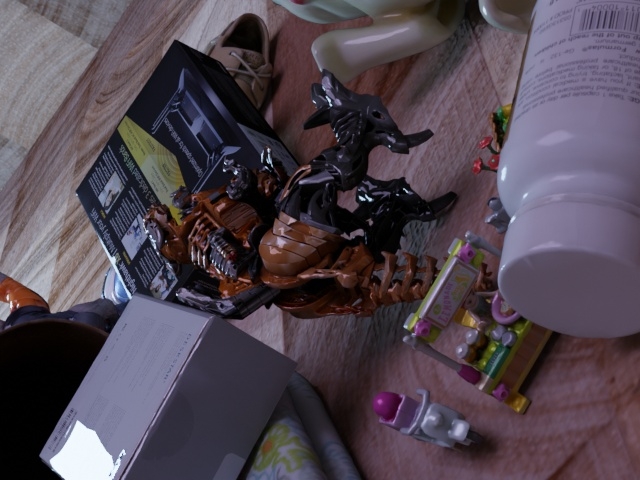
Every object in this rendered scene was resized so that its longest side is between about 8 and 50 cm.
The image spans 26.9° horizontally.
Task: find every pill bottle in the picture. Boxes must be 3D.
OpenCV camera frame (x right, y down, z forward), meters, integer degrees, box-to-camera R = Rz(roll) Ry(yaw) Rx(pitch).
[{"bbox_3d":[0.185,-0.059,0.867,0.131,0.131,0.229,-32,34,51],"label":"pill bottle"}]

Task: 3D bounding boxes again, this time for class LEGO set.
[{"bbox_3d":[0.114,0.003,0.950,0.132,0.107,0.287,-9,57,54],"label":"LEGO set"}]

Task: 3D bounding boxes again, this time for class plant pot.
[{"bbox_3d":[-0.306,0.231,1.466,0.230,0.215,0.215,124,165,-55],"label":"plant pot"}]

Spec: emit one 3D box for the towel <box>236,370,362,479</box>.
[{"bbox_3d":[-0.090,0.285,1.096,0.320,0.090,0.374,-57,21,9],"label":"towel"}]

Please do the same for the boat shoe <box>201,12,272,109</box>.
[{"bbox_3d":[-0.119,-0.219,1.809,0.098,0.109,0.302,-50,17,27],"label":"boat shoe"}]

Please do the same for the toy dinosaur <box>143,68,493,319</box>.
[{"bbox_3d":[0.000,0.000,1.140,0.218,0.322,0.164,-51,-21,-29],"label":"toy dinosaur"}]

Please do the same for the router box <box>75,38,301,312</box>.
[{"bbox_3d":[-0.159,-0.061,1.590,0.243,0.081,0.309,-53,41,16],"label":"router box"}]

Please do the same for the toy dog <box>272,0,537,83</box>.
[{"bbox_3d":[0.064,-0.355,1.336,0.408,0.285,0.395,-15,48,64],"label":"toy dog"}]

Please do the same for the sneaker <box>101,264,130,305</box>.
[{"bbox_3d":[-0.235,0.004,1.830,0.081,0.080,0.211,-30,45,42],"label":"sneaker"}]

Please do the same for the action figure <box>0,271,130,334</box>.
[{"bbox_3d":[-0.378,0.175,1.678,0.330,0.178,0.341,7,64,35],"label":"action figure"}]

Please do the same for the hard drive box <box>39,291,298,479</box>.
[{"bbox_3d":[-0.138,0.149,1.152,0.181,0.089,0.232,-61,21,-9],"label":"hard drive box"}]
